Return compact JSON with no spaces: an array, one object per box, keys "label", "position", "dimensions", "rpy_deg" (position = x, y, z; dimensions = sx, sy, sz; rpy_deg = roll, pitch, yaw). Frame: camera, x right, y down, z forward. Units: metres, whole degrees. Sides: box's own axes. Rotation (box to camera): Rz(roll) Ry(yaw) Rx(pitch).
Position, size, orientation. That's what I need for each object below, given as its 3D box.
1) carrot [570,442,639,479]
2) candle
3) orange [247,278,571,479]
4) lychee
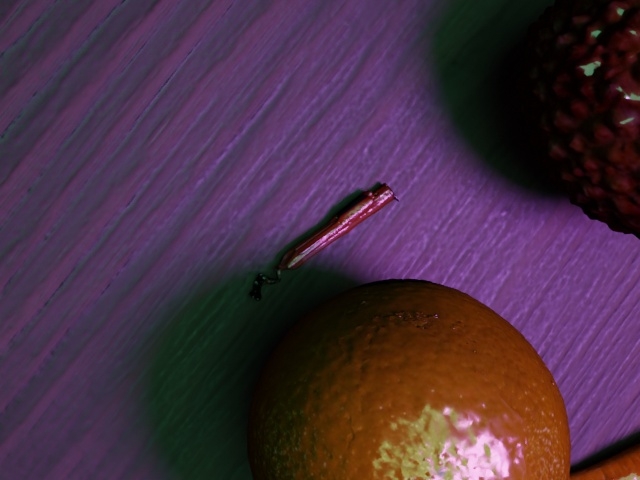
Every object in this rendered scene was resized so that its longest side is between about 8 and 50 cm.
[{"label":"carrot","position":[0.306,0.241,0.883],"dimensions":[0.257,0.061,0.061],"rpy_deg":[-14,97,-10]},{"label":"candle","position":[-0.001,-0.001,0.808],"dimensions":[0.167,0.021,0.026],"rpy_deg":[-36,122,-9]},{"label":"orange","position":[0.069,0.165,0.713],"dimensions":[0.274,0.274,0.274],"rpy_deg":[-1,94,-13]},{"label":"lychee","position":[0.319,-0.124,0.752],"dimensions":[0.300,0.264,0.264],"rpy_deg":[23,89,5]}]
